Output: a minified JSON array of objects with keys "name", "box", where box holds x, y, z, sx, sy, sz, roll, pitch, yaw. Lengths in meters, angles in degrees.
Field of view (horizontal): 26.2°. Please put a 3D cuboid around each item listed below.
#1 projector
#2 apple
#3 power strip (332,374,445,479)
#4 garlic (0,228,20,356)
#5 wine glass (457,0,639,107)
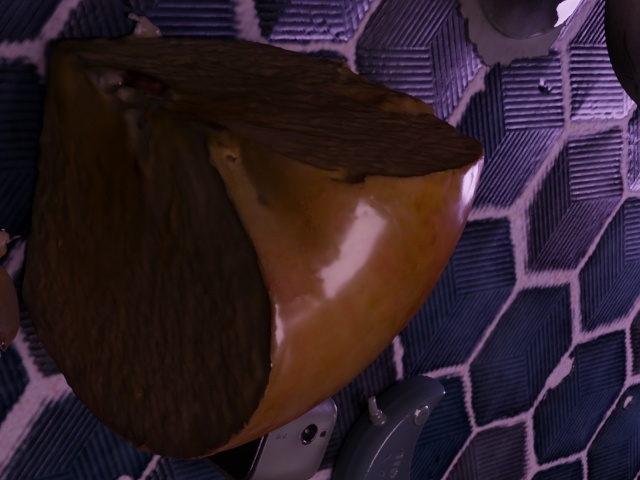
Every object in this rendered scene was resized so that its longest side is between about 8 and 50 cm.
[{"name":"projector","box":[-0.048,0.160,1.184,0.082,0.083,0.083,5,110,-47]},{"name":"apple","box":[-0.052,-0.013,0.905,0.314,0.309,0.252,-47,139,-11]},{"name":"power strip","box":[0.071,0.225,1.378,0.137,0.044,0.216,-30,132,-29]},{"name":"garlic","box":[-0.244,0.048,0.923,0.074,0.094,0.113,-32,160,32]},{"name":"wine glass","box":[0.302,-0.207,1.142,0.238,0.323,0.238,-22,126,-33]}]
